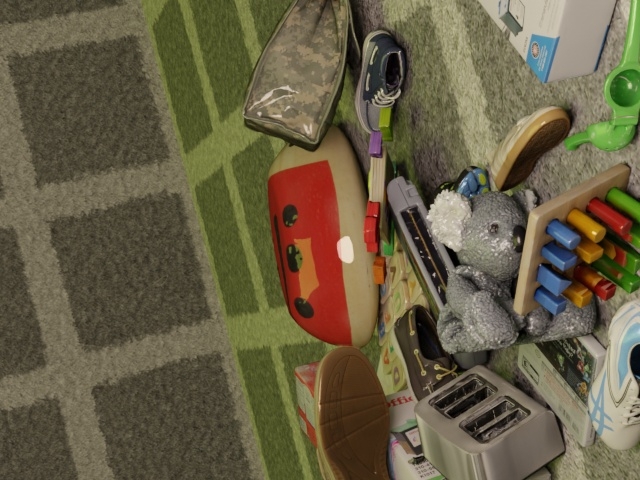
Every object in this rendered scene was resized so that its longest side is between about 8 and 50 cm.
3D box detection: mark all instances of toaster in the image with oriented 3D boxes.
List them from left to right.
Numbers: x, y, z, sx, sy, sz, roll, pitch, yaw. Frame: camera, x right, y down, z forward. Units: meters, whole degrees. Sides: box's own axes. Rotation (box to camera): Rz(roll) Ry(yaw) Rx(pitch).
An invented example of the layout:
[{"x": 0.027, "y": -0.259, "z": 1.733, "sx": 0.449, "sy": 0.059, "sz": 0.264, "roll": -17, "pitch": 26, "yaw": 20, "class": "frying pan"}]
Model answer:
[{"x": 0.241, "y": 0.289, "z": 1.872, "sx": 0.168, "sy": 0.185, "sz": 0.110, "roll": 34, "pitch": 147, "yaw": 52, "class": "toaster"}]

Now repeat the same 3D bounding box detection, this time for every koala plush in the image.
[{"x": 0.235, "y": 0.035, "z": 1.707, "sx": 0.203, "sy": 0.196, "sz": 0.221, "roll": 160, "pitch": 103, "yaw": -65, "class": "koala plush"}]

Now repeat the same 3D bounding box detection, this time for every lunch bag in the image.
[{"x": -0.021, "y": -0.313, "z": 2.189, "sx": 0.235, "sy": 0.168, "sz": 0.287, "roll": 177, "pitch": 113, "yaw": -88, "class": "lunch bag"}]

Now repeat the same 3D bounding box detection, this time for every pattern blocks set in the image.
[{"x": 0.098, "y": -0.074, "z": 2.042, "sx": 0.325, "sy": 0.026, "sz": 0.286, "roll": 66, "pitch": -153, "yaw": -71, "class": "pattern blocks set"}]

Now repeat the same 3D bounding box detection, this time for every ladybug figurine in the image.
[{"x": 0.000, "y": 0.000, "z": 2.382, "sx": 0.305, "sy": 0.161, "sz": 0.450, "roll": 123, "pitch": 138, "yaw": -72, "class": "ladybug figurine"}]

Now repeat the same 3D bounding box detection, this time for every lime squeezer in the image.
[{"x": 0.349, "y": -0.176, "z": 1.471, "sx": 0.310, "sy": 0.058, "sz": 0.110, "roll": 98, "pitch": -178, "yaw": -53, "class": "lime squeezer"}]

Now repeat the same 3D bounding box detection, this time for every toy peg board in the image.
[{"x": 0.325, "y": 0.016, "z": 1.513, "sx": 0.079, "sy": 0.160, "sz": 0.161, "roll": 40, "pitch": 143, "yaw": 37, "class": "toy peg board"}]

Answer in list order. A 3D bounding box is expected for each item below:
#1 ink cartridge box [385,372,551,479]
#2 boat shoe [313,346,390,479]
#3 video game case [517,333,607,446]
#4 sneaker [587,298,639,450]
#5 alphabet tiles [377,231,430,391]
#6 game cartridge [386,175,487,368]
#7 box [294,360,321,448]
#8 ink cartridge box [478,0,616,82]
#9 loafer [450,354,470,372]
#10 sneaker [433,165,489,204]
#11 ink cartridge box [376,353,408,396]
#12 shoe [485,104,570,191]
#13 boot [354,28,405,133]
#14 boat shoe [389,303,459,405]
[{"x": 0.211, "y": 0.355, "z": 2.021, "sx": 0.278, "sy": 0.201, "sz": 0.117, "roll": -127, "pitch": 30, "yaw": -52, "class": "ink cartridge box"}, {"x": 0.043, "y": 0.333, "z": 1.990, "sx": 0.110, "sy": 0.121, "sz": 0.341, "roll": -172, "pitch": 72, "yaw": -69, "class": "boat shoe"}, {"x": 0.340, "y": 0.169, "z": 1.785, "sx": 0.190, "sy": 0.022, "sz": 0.173, "roll": -124, "pitch": 26, "yaw": -49, "class": "video game case"}, {"x": 0.387, "y": 0.181, "z": 1.549, "sx": 0.086, "sy": 0.085, "sz": 0.237, "roll": -118, "pitch": 20, "yaw": -49, "class": "sneaker"}, {"x": 0.138, "y": 0.119, "z": 2.252, "sx": 0.278, "sy": 0.021, "sz": 0.284, "roll": 117, "pitch": 149, "yaw": -62, "class": "alphabet tiles"}, {"x": 0.186, "y": 0.058, "z": 2.022, "sx": 0.196, "sy": 0.060, "sz": 0.294, "roll": 58, "pitch": -172, "yaw": -67, "class": "game cartridge"}, {"x": 0.067, "y": 0.368, "z": 2.567, "sx": 0.300, "sy": 0.142, "sz": 0.154, "roll": -139, "pitch": 38, "yaw": -60, "class": "box"}, {"x": 0.272, "y": -0.307, "z": 1.532, "sx": 0.140, "sy": 0.082, "sz": 0.191, "roll": 96, "pitch": 152, "yaw": -47, "class": "ink cartridge box"}, {"x": 0.206, "y": 0.195, "z": 2.142, "sx": 0.170, "sy": 0.061, "sz": 0.062, "roll": 171, "pitch": 86, "yaw": -72, "class": "loafer"}, {"x": 0.206, "y": -0.063, "z": 1.939, "sx": 0.078, "sy": 0.067, "sz": 0.188, "roll": 63, "pitch": 162, "yaw": 19, "class": "sneaker"}, {"x": 0.172, "y": 0.256, "z": 2.310, "sx": 0.232, "sy": 0.066, "sz": 0.189, "roll": 91, "pitch": 157, "yaw": -49, "class": "ink cartridge box"}, {"x": 0.269, "y": -0.132, "z": 1.681, "sx": 0.058, "sy": 0.076, "sz": 0.219, "roll": 65, "pitch": 162, "yaw": 15, "class": "shoe"}, {"x": 0.102, "y": -0.251, "z": 2.104, "sx": 0.086, "sy": 0.069, "sz": 0.190, "roll": -119, "pitch": 23, "yaw": -54, "class": "boot"}, {"x": 0.180, "y": 0.206, "z": 2.023, "sx": 0.069, "sy": 0.081, "sz": 0.228, "roll": -56, "pitch": 45, "yaw": 36, "class": "boat shoe"}]
